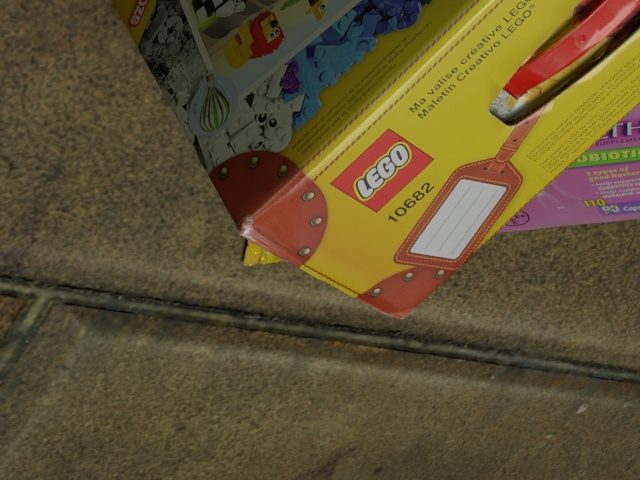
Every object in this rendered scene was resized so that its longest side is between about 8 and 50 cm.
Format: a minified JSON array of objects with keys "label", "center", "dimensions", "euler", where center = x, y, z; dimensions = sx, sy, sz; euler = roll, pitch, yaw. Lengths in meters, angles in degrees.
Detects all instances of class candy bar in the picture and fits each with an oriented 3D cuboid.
[{"label":"candy bar","center":[0.000,0.000,1.677],"dimensions":[0.161,0.018,0.040],"euler":[-11,141,-25]}]

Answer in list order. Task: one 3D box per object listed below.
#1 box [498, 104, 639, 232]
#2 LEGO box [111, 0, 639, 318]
[{"label":"box","center":[0.220,-0.120,1.534],"dimensions":[0.213,0.117,0.243],"euler":[-6,149,24]},{"label":"LEGO box","center":[0.104,-0.258,1.175],"dimensions":[0.500,0.372,0.193],"euler":[-44,140,15]}]
